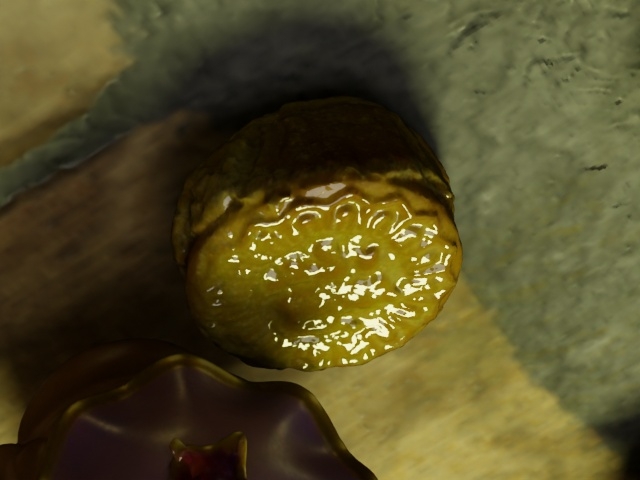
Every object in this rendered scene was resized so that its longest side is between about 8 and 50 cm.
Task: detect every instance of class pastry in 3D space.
[{"bbox_3d":[0.000,0.000,0.565,0.097,0.057,0.109,-42,128,20],"label":"pastry"}]

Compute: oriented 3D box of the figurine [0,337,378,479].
[{"bbox_3d":[-0.046,0.140,0.604,0.189,0.142,0.263,22,144,22],"label":"figurine"}]
